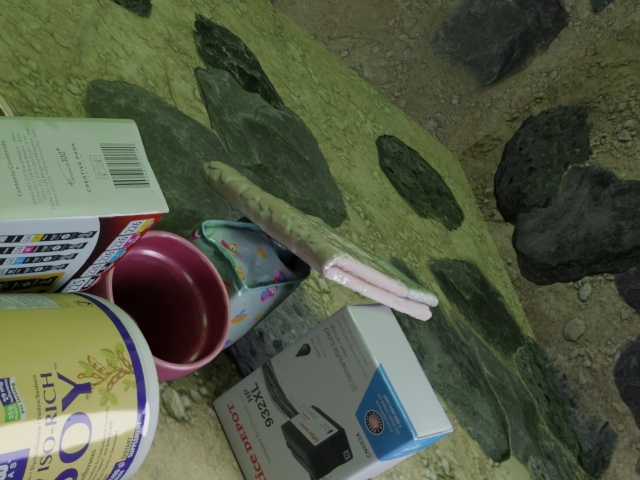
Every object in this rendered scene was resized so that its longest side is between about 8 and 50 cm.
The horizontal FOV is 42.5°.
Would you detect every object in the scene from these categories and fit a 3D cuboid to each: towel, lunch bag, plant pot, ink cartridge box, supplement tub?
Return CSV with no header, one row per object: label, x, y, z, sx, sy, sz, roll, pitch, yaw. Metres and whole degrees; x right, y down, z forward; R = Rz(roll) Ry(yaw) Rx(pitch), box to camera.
towel,0.000,0.000,1.322,0.332,0.053,0.317,35,5,40
lunch bag,-0.152,0.081,1.335,0.160,0.223,0.262,51,23,15
plant pot,-0.255,0.112,1.141,0.201,0.180,0.201,28,46,-34
ink cartridge box,0.010,0.269,1.269,0.129,0.307,0.223,5,52,-56
supplement tub,-0.357,0.173,0.842,0.331,0.241,0.241,4,53,-58
ink cartridge box,-0.375,-0.003,0.929,0.272,0.309,0.130,-6,66,-44

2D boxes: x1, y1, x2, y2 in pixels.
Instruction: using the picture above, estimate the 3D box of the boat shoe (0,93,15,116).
boat shoe,-0.492,-0.123,1.154,0.342,0.123,0.123,55,23,-10
